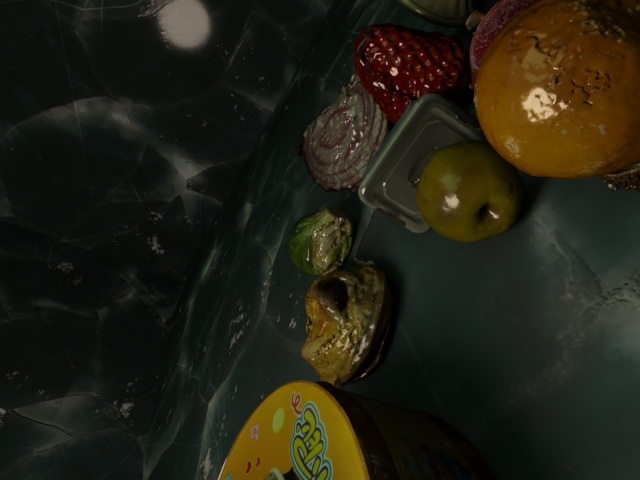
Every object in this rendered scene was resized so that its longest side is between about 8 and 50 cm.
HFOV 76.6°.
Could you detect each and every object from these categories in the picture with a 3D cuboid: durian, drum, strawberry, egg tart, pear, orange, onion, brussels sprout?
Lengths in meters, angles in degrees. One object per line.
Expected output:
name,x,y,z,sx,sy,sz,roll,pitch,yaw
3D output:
durian,0.360,-0.081,0.443,0.130,0.052,0.066,161,125,-71
drum,0.020,0.402,0.494,0.431,0.214,0.431,-46,30,36
strawberry,0.177,-0.346,0.832,0.205,0.244,0.205,-43,35,40
egg tart,0.026,0.153,0.833,0.297,0.132,0.297,-53,25,39
pear,0.219,-0.075,0.614,0.149,0.149,0.162,-54,31,23
orange,0.286,-0.171,0.450,0.193,0.219,0.219,103,170,-46
onion,0.091,-0.253,1.072,0.314,0.146,0.280,-31,65,38
brussels sprout,-0.004,-0.002,1.018,0.145,0.131,0.183,31,101,61

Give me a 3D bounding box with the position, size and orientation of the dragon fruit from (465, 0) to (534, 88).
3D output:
dragon fruit,0.326,-0.304,0.610,0.282,0.147,0.211,-55,25,25

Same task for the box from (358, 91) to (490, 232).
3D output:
box,0.183,-0.143,0.745,0.227,0.162,0.130,-56,16,22

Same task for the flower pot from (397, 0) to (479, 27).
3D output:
flower pot,0.286,-0.603,0.821,0.244,0.307,0.307,115,166,-57
